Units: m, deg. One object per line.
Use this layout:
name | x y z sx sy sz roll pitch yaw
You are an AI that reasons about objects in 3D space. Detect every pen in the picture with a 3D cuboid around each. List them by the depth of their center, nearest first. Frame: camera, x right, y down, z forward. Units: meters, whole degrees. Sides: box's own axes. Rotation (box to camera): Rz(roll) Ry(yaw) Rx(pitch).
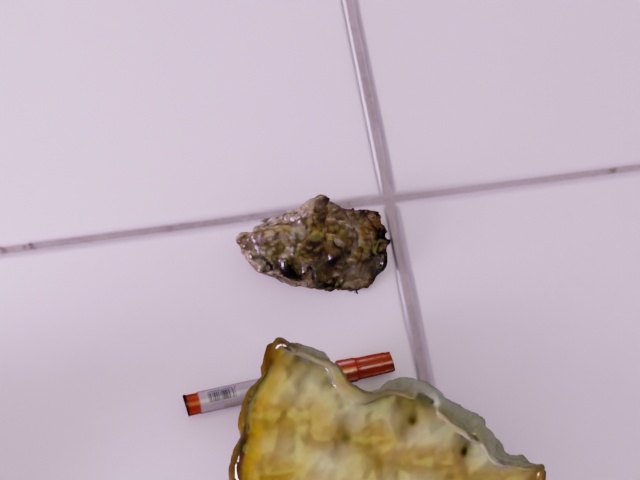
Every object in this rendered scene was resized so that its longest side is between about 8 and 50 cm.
pen | -0.034 0.158 1.924 0.239 0.028 0.028 -11 74 -11

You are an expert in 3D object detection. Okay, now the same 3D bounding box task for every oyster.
oyster | -0.008 0.002 1.969 0.177 0.056 0.105 9 79 -9

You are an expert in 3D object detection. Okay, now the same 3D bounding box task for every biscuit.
biscuit | 0.053 0.241 1.874 0.329 0.078 0.335 -28 83 -13
